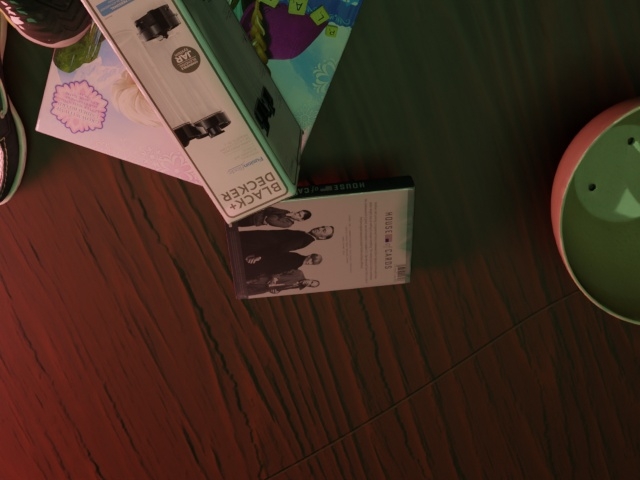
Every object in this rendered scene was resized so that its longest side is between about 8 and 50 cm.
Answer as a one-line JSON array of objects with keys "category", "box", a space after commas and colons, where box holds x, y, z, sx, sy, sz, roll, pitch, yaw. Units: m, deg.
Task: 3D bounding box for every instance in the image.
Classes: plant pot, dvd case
[{"category": "plant pot", "box": [0.410, -0.060, 1.187, 0.283, 0.191, 0.284, -1, 109, -3]}, {"category": "dvd case", "box": [0.000, 0.000, 1.226, 0.238, 0.030, 0.179, -6, 136, -3]}]

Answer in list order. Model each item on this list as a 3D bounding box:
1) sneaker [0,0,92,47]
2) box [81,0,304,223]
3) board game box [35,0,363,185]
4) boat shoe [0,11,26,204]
[{"category": "sneaker", "box": [-0.378, -0.362, 1.029, 0.145, 0.147, 0.385, -37, 88, -30]}, {"category": "box", "box": [-0.125, -0.181, 1.013, 0.087, 0.169, 0.290, -24, 118, 15]}, {"category": "board game box", "box": [-0.144, -0.224, 1.125, 0.318, 0.066, 0.318, 18, 120, -9]}, {"category": "boat shoe", "box": [-0.424, -0.171, 1.133, 0.114, 0.091, 0.303, 0, 114, 5]}]
